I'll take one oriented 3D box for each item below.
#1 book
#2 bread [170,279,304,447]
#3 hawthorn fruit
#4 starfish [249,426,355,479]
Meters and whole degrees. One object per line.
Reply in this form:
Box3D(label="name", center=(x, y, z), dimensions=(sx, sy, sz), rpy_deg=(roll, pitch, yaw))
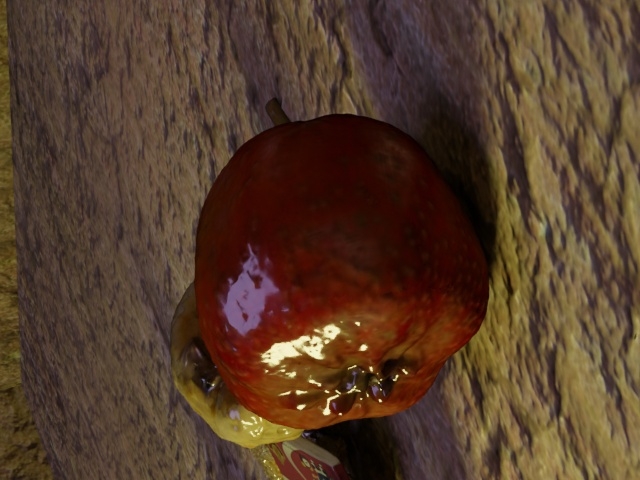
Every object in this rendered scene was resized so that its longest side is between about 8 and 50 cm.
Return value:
Box3D(label="book", center=(0.016, 0.311, 2.047), dimensions=(0.162, 0.022, 0.232), rpy_deg=(25, 144, 54))
Box3D(label="bread", center=(-0.054, 0.120, 2.003), dimensions=(0.134, 0.244, 0.244), rpy_deg=(37, -162, -48))
Box3D(label="hawthorn fruit", center=(0.000, 0.000, 1.659), dimensions=(0.287, 0.287, 0.330), rpy_deg=(104, 153, -54))
Box3D(label="starfish", center=(-0.016, 0.215, 2.131), dimensions=(0.293, 0.084, 0.301), rpy_deg=(21, 133, 57))
